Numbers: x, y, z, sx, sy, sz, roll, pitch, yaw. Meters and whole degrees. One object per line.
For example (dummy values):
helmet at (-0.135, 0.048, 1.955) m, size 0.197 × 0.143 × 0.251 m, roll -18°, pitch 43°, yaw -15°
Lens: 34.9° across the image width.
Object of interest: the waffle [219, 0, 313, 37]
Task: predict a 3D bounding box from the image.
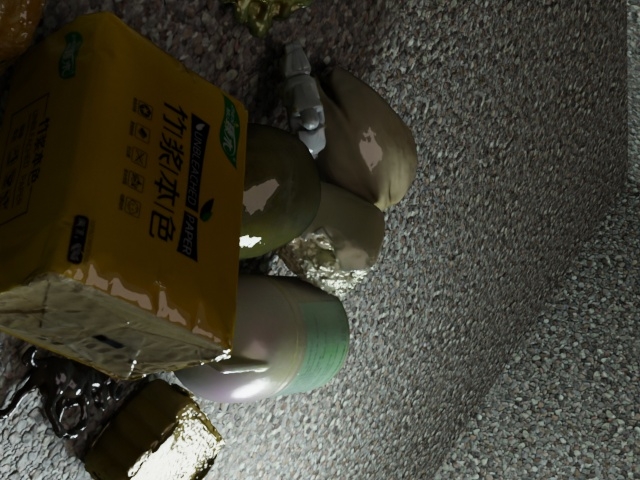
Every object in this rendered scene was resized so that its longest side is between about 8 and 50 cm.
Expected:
waffle at (-0.068, -0.494, 1.624) m, size 0.317 × 0.073 × 0.297 m, roll -48°, pitch 142°, yaw -13°

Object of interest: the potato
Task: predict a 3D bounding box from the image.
potato at (-0.125, -0.082, 1.681) m, size 0.326 × 0.243 × 0.221 m, roll 25°, pitch 54°, yaw -76°

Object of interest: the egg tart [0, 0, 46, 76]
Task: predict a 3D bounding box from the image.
egg tart at (-0.407, -0.290, 1.218) m, size 0.241 × 0.106 × 0.241 m, roll -41°, pitch 142°, yaw -42°

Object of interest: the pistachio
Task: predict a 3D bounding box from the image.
pistachio at (0.068, -0.192, 1.960) m, size 0.208 × 0.226 × 0.332 m, roll -21°, pitch 133°, yaw 13°

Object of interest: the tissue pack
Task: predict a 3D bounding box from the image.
tissue pack at (-0.258, -0.049, 1.308) m, size 0.293 × 0.228 × 0.382 m, roll 31°, pitch 48°, yaw -42°

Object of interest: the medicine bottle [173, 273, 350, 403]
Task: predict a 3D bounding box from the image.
medicine bottle at (-0.140, 0.178, 1.872) m, size 0.406 × 0.236 × 0.235 m, roll 4°, pitch 110°, yaw -59°

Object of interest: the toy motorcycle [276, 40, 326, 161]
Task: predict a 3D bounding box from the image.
toy motorcycle at (-0.032, -0.233, 1.778) m, size 0.074 × 0.151 × 0.228 m, roll -10°, pitch 101°, yaw -7°

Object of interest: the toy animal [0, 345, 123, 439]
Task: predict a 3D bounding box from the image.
toy animal at (-0.422, 0.242, 1.656) m, size 0.233 × 0.084 × 0.148 m, roll 39°, pitch 62°, yaw -54°

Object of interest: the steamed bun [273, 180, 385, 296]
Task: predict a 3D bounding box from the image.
steamed bun at (0.000, 0.000, 1.890) m, size 0.225 × 0.170 × 0.200 m, roll 22°, pitch 115°, yaw -25°

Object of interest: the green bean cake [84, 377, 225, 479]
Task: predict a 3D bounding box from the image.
green bean cake at (-0.305, 0.390, 1.888) m, size 0.229 × 0.131 × 0.224 m, roll -49°, pitch 146°, yaw -18°
